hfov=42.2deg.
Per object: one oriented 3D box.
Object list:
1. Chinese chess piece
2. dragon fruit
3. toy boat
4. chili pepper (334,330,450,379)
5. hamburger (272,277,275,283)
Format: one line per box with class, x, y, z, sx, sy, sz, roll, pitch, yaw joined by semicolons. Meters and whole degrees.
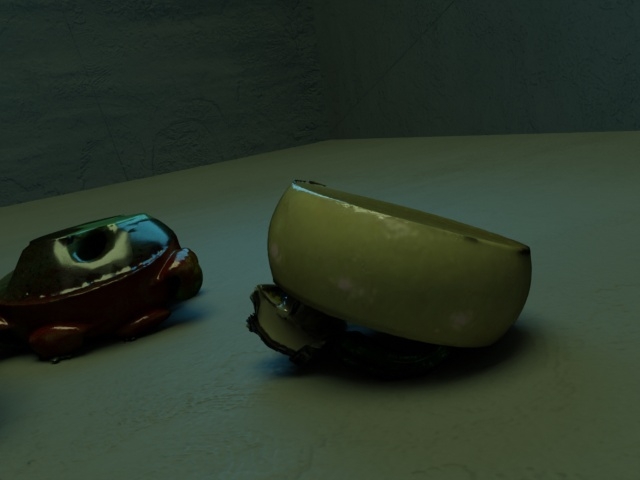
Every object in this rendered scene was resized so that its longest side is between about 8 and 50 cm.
Chinese chess piece;0.072;0.018;0.785;0.251;0.097;0.251;15;8;-2
dragon fruit;-0.279;0.047;1.035;0.268;0.130;0.295;-5;11;42
toy boat;-0.013;0.074;0.840;0.084;0.066;0.210;34;11;11
chili pepper;0.053;0.101;0.742;0.118;0.035;0.055;-3;27;39
hamburger;0.000;0.000;1.038;0.124;0.131;0.262;-8;7;1
